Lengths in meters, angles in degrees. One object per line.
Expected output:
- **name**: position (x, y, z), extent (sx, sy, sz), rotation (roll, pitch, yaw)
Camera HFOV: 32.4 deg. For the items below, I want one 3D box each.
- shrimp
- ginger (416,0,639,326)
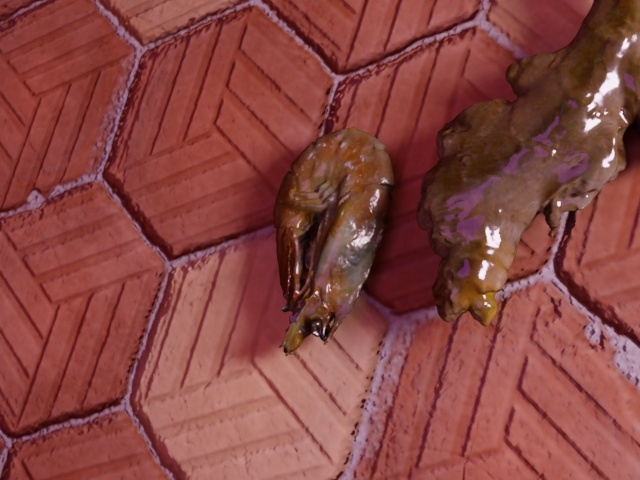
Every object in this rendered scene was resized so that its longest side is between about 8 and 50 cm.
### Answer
- **shrimp**: position (0.001, 0.000, 0.995), extent (0.115, 0.051, 0.217), rotation (9, 79, 37)
- **ginger**: position (0.189, -0.078, 0.905), extent (0.166, 0.080, 0.333), rotation (42, 89, 17)
